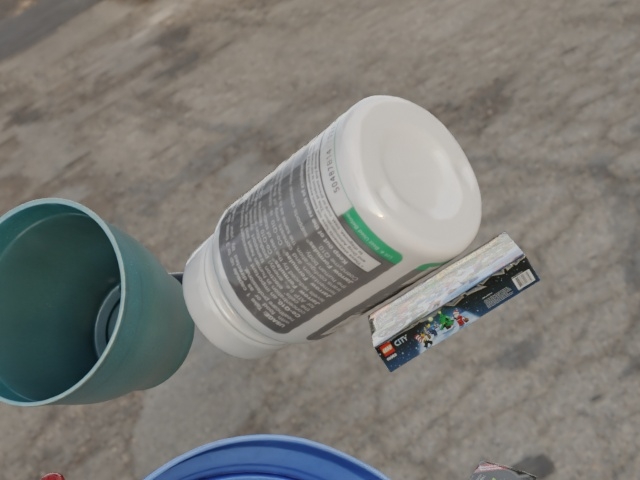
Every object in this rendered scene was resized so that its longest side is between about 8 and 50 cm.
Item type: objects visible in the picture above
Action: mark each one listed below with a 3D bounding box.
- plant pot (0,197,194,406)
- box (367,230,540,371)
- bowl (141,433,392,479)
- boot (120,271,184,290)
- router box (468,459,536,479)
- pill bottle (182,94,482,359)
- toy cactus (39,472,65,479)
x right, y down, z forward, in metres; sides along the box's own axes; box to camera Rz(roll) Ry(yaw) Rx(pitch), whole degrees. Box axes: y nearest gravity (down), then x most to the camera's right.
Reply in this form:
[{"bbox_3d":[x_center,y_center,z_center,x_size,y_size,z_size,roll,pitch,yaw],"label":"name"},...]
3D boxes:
[{"bbox_3d":[-0.312,0.102,1.615,0.271,0.272,0.255,-24,-21,19],"label":"plant pot"},{"bbox_3d":[0.176,0.080,1.598,0.233,0.044,0.159,-32,11,5],"label":"box"},{"bbox_3d":[-0.038,0.358,0.962,0.391,0.391,0.077,-44,-1,-37],"label":"bowl"},{"bbox_3d":[-0.318,0.092,2.078,0.246,0.094,0.207,-7,-12,32],"label":"boot"},{"bbox_3d":[0.090,0.199,0.699,0.038,0.092,0.122,14,20,19],"label":"router box"},{"bbox_3d":[0.000,0.000,1.393,0.361,0.204,0.204,-35,10,42],"label":"pill bottle"},{"bbox_3d":[-0.209,0.259,0.747,0.180,0.112,0.219,-17,54,-14],"label":"toy cactus"}]
